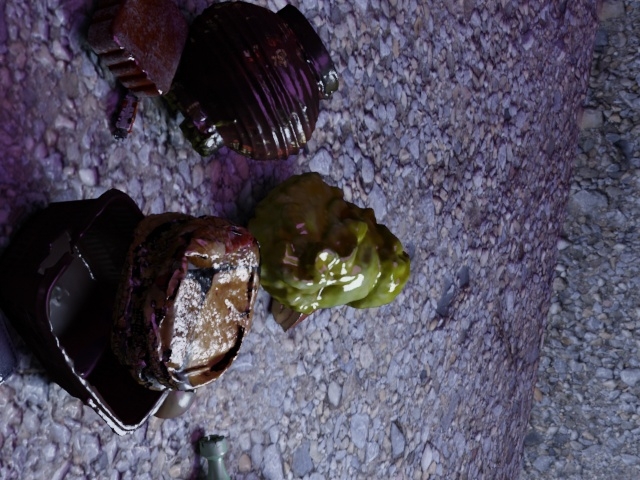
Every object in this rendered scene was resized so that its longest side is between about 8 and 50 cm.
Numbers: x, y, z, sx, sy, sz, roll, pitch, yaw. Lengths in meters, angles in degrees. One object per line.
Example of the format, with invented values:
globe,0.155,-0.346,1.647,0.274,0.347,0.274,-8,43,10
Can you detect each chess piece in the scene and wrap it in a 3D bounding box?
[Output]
chess piece,-0.162,0.357,1.845,0.067,0.067,0.103,-24,108,-58

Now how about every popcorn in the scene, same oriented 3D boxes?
popcorn,0.000,0.000,1.907,0.285,0.174,0.225,5,53,-40

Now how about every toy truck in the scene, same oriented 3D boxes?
toy truck,-0.255,-0.173,1.580,0.032,0.024,0.083,107,-3,-72

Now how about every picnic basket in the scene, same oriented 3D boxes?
picnic basket,-0.285,0.087,1.472,0.223,0.129,0.297,-61,144,-33

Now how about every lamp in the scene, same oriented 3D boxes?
lamp,-0.103,-0.218,1.660,0.247,0.246,0.247,-23,116,-59

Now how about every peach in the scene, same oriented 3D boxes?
peach,-0.217,0.213,1.686,0.083,0.083,0.083,-23,116,-59

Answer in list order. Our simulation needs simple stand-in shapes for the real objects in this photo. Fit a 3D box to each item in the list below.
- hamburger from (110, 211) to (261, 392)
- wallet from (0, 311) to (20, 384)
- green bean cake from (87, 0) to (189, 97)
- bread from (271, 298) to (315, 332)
hamburger,-0.163,0.075,1.449,0.231,0.106,0.231,-36,132,-55
wallet,-0.429,0.137,1.308,0.222,0.036,0.167,-50,138,-45
green bean cake,-0.236,-0.269,1.543,0.136,0.056,0.135,50,43,-45
bread,-0.020,0.070,2.035,0.192,0.067,0.119,-38,129,-54
